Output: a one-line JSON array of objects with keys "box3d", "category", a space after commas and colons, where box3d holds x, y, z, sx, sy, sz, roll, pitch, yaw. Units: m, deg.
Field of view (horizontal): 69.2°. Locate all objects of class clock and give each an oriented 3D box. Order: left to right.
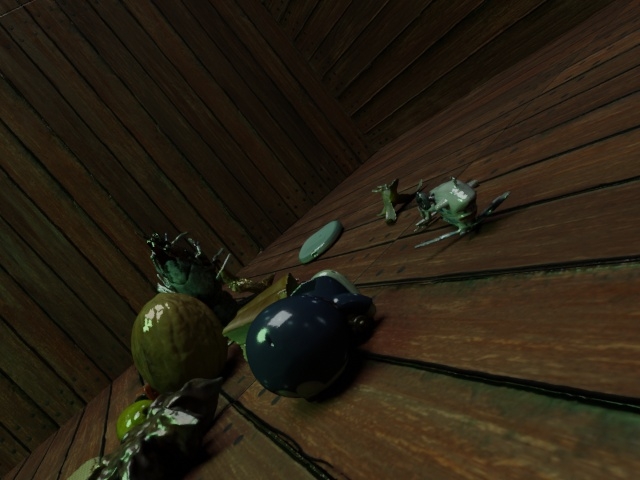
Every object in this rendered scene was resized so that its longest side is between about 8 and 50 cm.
[{"box3d": [-0.021, 0.144, 0.725, 0.200, 0.146, 0.243, -31, 3, 20], "category": "clock"}]

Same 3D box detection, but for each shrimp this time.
[{"box3d": [-0.315, 0.110, 1.236, 0.221, 0.410, 0.166, -35, 15, 6], "category": "shrimp"}]

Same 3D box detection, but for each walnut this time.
[{"box3d": [-0.341, 0.249, 1.114, 0.225, 0.260, 0.225, -21, 3, 1], "category": "walnut"}]

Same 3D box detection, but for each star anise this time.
[{"box3d": [-0.283, 0.354, 0.821, 0.315, 0.108, 0.315, -45, 4, 4], "category": "star anise"}]

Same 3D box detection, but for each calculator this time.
[{"box3d": [0.000, 0.000, 1.682, 0.184, 0.042, 0.295, -36, 10, 17], "category": "calculator"}]

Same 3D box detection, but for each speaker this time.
[{"box3d": [-0.278, 0.231, 1.476, 0.218, 0.044, 0.082, -26, 6, -15], "category": "speaker"}]

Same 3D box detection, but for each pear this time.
[{"box3d": [-0.403, 0.415, 1.043, 0.131, 0.107, 0.107, -48, 3, 30], "category": "pear"}]

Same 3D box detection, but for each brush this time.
[{"box3d": [-0.470, 0.423, 1.396, 0.051, 0.070, 0.323, -36, 6, 20], "category": "brush"}]

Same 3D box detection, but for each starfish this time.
[{"box3d": [-0.139, 0.124, 1.187, 0.277, 0.236, 0.062, 13, -84, -78], "category": "starfish"}]

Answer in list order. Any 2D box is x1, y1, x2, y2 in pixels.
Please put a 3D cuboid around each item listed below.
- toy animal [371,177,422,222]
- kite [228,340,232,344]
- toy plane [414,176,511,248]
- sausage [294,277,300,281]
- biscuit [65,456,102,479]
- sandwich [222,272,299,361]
[{"box3d": [0.195, -0.121, 1.331, 0.219, 0.095, 0.155, -43, 14, -32], "category": "toy animal"}, {"box3d": [-0.254, 0.279, 1.430, 0.244, 0.006, 0.198, -30, 13, 46], "category": "kite"}, {"box3d": [0.238, -0.071, 0.868, 0.182, 0.107, 0.273, -31, 6, 15], "category": "toy plane"}, {"box3d": [-0.167, 0.188, 1.413, 0.253, 0.034, 0.034, -36, 9, 2], "category": "sausage"}, {"box3d": [-0.572, 0.601, 0.858, 0.426, 0.078, 0.144, -43, 10, -22], "category": "biscuit"}, {"box3d": [-0.109, 0.184, 0.982, 0.186, 0.108, 0.220, -38, 11, 6], "category": "sandwich"}]
